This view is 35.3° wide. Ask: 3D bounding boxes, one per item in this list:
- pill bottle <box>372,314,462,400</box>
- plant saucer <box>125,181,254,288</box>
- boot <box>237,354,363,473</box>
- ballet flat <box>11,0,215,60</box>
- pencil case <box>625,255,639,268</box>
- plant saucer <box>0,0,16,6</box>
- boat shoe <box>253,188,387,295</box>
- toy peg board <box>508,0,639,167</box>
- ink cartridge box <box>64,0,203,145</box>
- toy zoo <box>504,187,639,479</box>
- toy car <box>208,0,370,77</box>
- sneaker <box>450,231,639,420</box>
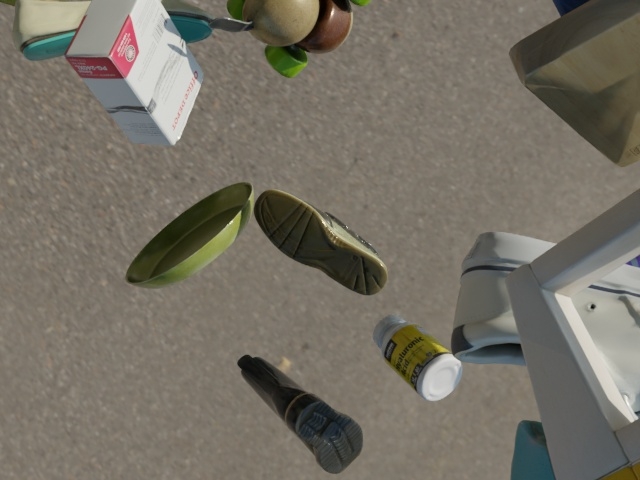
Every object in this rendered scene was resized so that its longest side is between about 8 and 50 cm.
[{"bbox_3d":[0.115,0.140,1.235,0.065,0.116,0.065,-17,125,-26],"label":"pill bottle"},{"bbox_3d":[-0.192,-0.001,1.539,0.241,0.241,0.037,-40,110,-12],"label":"plant saucer"},{"bbox_3d":[-0.025,0.229,1.361,0.077,0.137,0.198,-44,141,-14],"label":"boot"},{"bbox_3d":[-0.257,-0.281,1.244,0.249,0.086,0.086,-9,123,-13],"label":"ballet flat"},{"bbox_3d":[0.409,0.019,1.120,0.088,0.206,0.086,-39,136,-63],"label":"pencil case"},{"bbox_3d":[-0.387,-0.387,1.415,0.188,0.188,0.045,-36,135,-38],"label":"plant saucer"},{"bbox_3d":[0.001,-0.001,1.479,0.224,0.073,0.080,34,104,-4],"label":"boat shoe"},{"bbox_3d":[0.163,-0.115,0.411,0.161,0.079,0.161,-28,159,23],"label":"toy peg board"},{"bbox_3d":[-0.197,-0.189,1.091,0.150,0.063,0.109,60,41,-52],"label":"ink cartridge box"},{"bbox_3d":[0.189,0.043,0.363,0.293,0.192,0.030,-39,148,28],"label":"toy zoo"},{"bbox_3d":[-0.052,-0.273,1.125,0.155,0.149,0.188,-42,172,27],"label":"toy car"},{"bbox_3d":[0.205,0.070,0.612,0.094,0.258,0.091,52,54,-63],"label":"sneaker"}]
